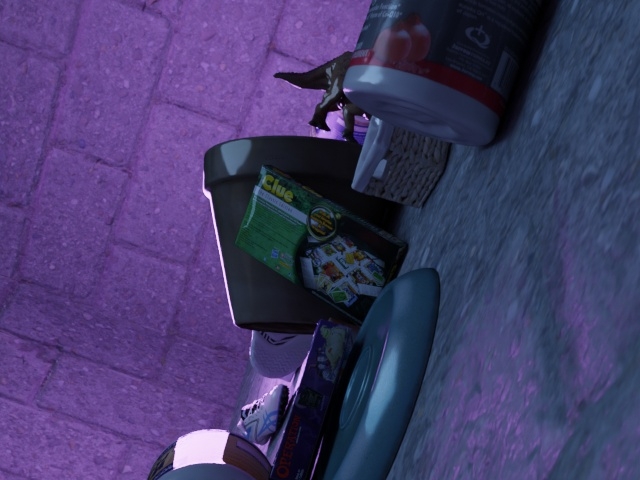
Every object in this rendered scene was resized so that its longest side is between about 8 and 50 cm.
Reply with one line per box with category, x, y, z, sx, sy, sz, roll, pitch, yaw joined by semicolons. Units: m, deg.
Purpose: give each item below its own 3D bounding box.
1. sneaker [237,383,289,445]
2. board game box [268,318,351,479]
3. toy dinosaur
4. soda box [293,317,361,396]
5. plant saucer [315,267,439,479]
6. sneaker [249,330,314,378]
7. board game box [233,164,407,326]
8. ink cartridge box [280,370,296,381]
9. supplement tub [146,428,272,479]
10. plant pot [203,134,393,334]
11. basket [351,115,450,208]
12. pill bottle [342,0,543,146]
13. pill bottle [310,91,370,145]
sneaker;-0.124;0.371;2.239;0.237;0.086;0.085;118;172;-53
board game box;-0.019;0.256;1.394;0.347;0.056;0.208;97;-166;-66
toy dinosaur;0.081;-0.255;1.690;0.127;0.295;0.200;8;-74;-64
soda box;0.012;0.186;1.576;0.183;0.058;0.063;116;173;-58
plant saucer;0.057;0.174;1.201;0.317;0.043;0.317;-160;90;-86
sneaker;-0.040;0.116;2.068;0.210;0.137;0.366;121;173;-71
board game box;-0.005;0.006;1.507;0.030;0.259;0.136;-9;-54;-54
ink cartridge box;-0.061;0.190;2.260;0.203;0.086;0.148;114;174;-52
supplement tub;-0.177;0.441;1.650;0.316;0.228;0.228;-137;67;-85
plant pot;-0.038;0.005;1.703;0.323;0.323;0.280;128;145;-76
basket;0.120;-0.143;1.434;0.113;0.103;0.167;116;171;-54
pill bottle;0.155;-0.278;1.131;0.176;0.176;0.318;162;128;-84
pill bottle;0.063;-0.256;2.313;0.265;0.153;0.153;116;173;-56
